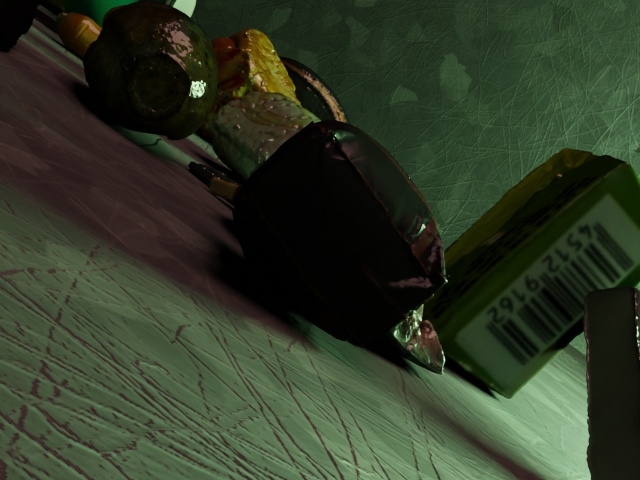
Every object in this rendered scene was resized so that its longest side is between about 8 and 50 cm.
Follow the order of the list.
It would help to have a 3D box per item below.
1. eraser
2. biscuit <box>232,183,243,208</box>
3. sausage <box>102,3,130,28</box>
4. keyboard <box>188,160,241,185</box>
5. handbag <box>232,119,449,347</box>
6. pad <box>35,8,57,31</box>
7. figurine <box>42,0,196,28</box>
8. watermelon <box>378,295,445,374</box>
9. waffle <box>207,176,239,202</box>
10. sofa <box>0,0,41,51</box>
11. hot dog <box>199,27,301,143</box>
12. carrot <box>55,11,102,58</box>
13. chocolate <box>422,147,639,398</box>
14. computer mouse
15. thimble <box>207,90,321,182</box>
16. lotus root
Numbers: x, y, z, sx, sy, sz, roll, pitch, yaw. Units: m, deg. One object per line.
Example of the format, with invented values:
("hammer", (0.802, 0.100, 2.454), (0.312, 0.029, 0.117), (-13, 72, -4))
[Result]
("eraser", (0.322, 0.170, 1.133), (0.111, 0.077, 0.352), (36, 35, -16))
("biscuit", (0.000, 0.000, 1.212), (0.212, 0.036, 0.212), (27, -9, 5))
("sausage", (-0.216, -0.286, 2.094), (0.136, 0.123, 0.501), (3, -17, 39))
("keyboard", (-0.046, -0.016, 1.396), (0.262, 0.016, 0.106), (37, 6, 20))
("handbag", (0.015, -0.009, 1.000), (0.169, 0.155, 0.215), (48, 3, -8))
("pad", (-0.453, -0.367, 2.013), (0.245, 0.006, 0.170), (34, 7, -7))
("figurine", (-0.436, -0.509, 2.327), (0.340, 0.231, 0.323), (27, -20, 4))
("watermelon", (0.082, 0.081, 1.131), (0.101, 0.080, 0.155), (47, -19, -11))
("waffle", (-0.052, -0.028, 1.341), (0.153, 0.023, 0.097), (17, -19, 30))
("sofa", (-0.420, -0.327, 1.296), (0.200, 0.182, 0.258), (17, 7, -4))
("hot dog", (-0.126, -0.234, 1.927), (0.153, 0.150, 0.256), (-3, 61, -51))
("carrot", (-0.303, -0.267, 1.831), (0.271, 0.066, 0.062), (36, 44, -16))
("chocolate", (0.257, 0.033, 1.408), (0.137, 0.301, 0.289), (48, 4, -7))
("computer mouse", (-0.005, -0.188, 2.040), (0.323, 0.116, 0.183), (61, -15, 15))
("thimble", (-0.063, -0.127, 1.647), (0.143, 0.137, 0.190), (41, 22, 32))
("lotus root", (-0.202, -0.209, 1.417), (0.160, 0.152, 0.275), (43, 4, -22))
